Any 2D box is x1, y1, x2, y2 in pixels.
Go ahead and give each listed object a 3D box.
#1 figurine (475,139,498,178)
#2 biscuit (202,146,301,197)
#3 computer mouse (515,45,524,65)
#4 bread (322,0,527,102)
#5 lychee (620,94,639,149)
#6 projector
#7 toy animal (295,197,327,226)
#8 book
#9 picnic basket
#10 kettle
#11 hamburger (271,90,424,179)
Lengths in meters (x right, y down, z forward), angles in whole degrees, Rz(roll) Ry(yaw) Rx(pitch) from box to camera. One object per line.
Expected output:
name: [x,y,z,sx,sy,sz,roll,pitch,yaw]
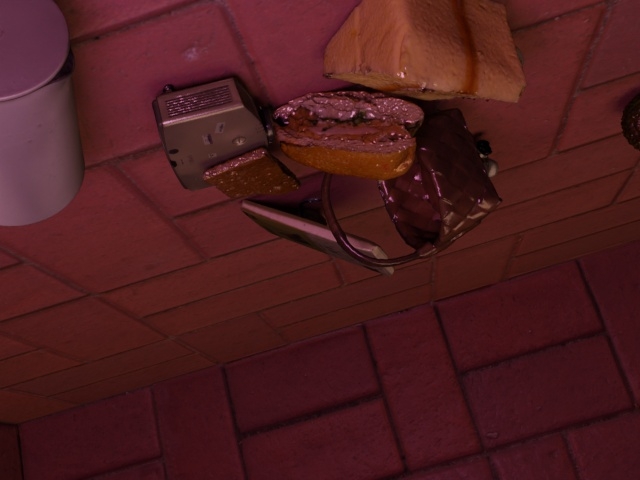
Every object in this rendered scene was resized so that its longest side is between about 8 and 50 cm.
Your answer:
figurine: [0.342,-0.165,1.678,0.147,0.126,0.192,13,131,-36]
biscuit: [-0.127,-0.119,1.344,0.131,0.026,0.237,-19,166,11]
computer mouse: [0.284,-0.326,1.288,0.182,0.056,0.089,-15,141,32]
bread: [0.163,-0.272,1.144,0.263,0.198,0.236,6,158,-31]
lychee: [0.799,-0.284,1.665,0.171,0.171,0.171,-14,160,-5]
projector: [-0.184,-0.192,1.251,0.194,0.088,0.269,-15,161,-6]
toy animal: [-0.027,-0.062,1.753,0.079,0.070,0.253,-23,157,-5]
book: [0.000,0.000,1.679,0.352,0.035,0.239,18,170,21]
picnic basket: [0.156,-0.094,1.454,0.337,0.293,0.337,-23,172,-3]
kettle: [-0.455,-0.195,0.945,0.205,0.265,0.318,-42,173,-27]
hamburger: [0.052,-0.194,1.299,0.283,0.144,0.156,7,163,15]
